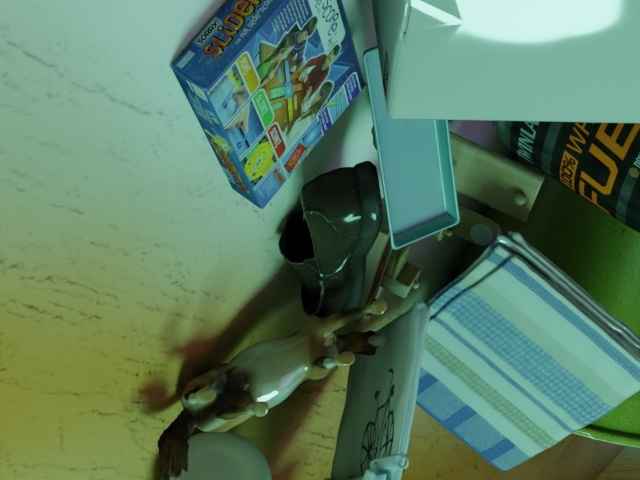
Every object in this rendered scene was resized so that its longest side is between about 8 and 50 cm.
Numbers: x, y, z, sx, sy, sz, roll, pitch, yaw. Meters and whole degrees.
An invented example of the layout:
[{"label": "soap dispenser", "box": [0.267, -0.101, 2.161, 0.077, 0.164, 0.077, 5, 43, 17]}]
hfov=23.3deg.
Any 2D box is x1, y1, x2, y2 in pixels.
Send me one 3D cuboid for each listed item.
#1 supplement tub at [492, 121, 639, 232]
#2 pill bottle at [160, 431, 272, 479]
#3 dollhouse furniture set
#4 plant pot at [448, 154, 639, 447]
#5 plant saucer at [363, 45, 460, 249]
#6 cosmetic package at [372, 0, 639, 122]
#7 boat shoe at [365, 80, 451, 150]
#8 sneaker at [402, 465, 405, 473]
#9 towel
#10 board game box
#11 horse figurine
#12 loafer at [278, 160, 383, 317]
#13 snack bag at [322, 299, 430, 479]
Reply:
[{"label": "supplement tub", "box": [0.307, -0.123, 1.450, 0.207, 0.338, 0.207, -44, 156, -26]}, {"label": "pill bottle", "box": [-0.103, 0.271, 1.475, 0.103, 0.103, 0.184, -40, 153, -35]}, {"label": "dollhouse furniture set", "box": [0.114, 0.004, 1.476, 0.151, 0.123, 0.144, -52, 164, -49]}, {"label": "plant pot", "box": [0.338, -0.007, 1.746, 0.366, 0.366, 0.353, -16, 124, -59]}, {"label": "plant saucer", "box": [0.074, -0.083, 1.275, 0.067, 0.018, 0.192, -22, 128, -16]}, {"label": "cosmetic package", "box": [0.239, -0.207, 1.135, 0.217, 0.384, 0.156, 101, -10, -49]}, {"label": "boat shoe", "box": [0.123, -0.193, 1.328, 0.285, 0.089, 0.104, -54, 174, 5]}, {"label": "sneaker", "box": [0.043, 0.327, 1.932, 0.175, 0.064, 0.067, -29, 157, -44]}, {"label": "towel", "box": [0.190, 0.120, 1.572, 0.034, 0.209, 0.285, -53, -175, -40]}, {"label": "board game box", "box": [-0.032, -0.121, 1.148, 0.136, 0.035, 0.201, -50, 158, -13]}, {"label": "horse figurine", "box": [-0.045, 0.121, 1.357, 0.263, 0.066, 0.174, -28, 180, -18]}, {"label": "loafer", "box": [0.000, 0.000, 1.363, 0.078, 0.080, 0.220, -1, 148, -9]}, {"label": "snack bag", "box": [0.033, 0.232, 1.486, 0.323, 0.037, 0.343, 132, -30, -77]}]
